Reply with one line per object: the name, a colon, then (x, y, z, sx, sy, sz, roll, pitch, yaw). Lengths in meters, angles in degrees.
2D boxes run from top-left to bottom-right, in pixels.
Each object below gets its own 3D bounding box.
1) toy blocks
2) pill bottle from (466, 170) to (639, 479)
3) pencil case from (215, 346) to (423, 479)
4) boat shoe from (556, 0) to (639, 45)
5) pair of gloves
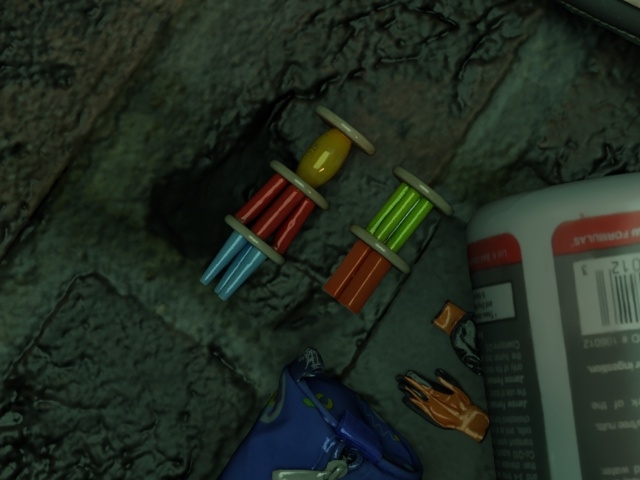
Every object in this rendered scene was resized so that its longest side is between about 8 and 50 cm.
toy blocks: (0.000, 0.000, 1.008, 0.123, 0.054, 0.148, 39, 90, 7)
pill bottle: (0.213, 0.145, 0.903, 0.210, 0.210, 0.362, -7, 86, 4)
pencil case: (-0.062, 0.220, 0.959, 0.119, 0.133, 0.306, 40, 91, 0)
boat shoe: (0.263, -0.106, 0.942, 0.319, 0.116, 0.099, 33, 125, 31)
pair of gloves: (0.098, 0.091, 1.016, 0.074, 0.010, 0.083, 31, 86, 8)
